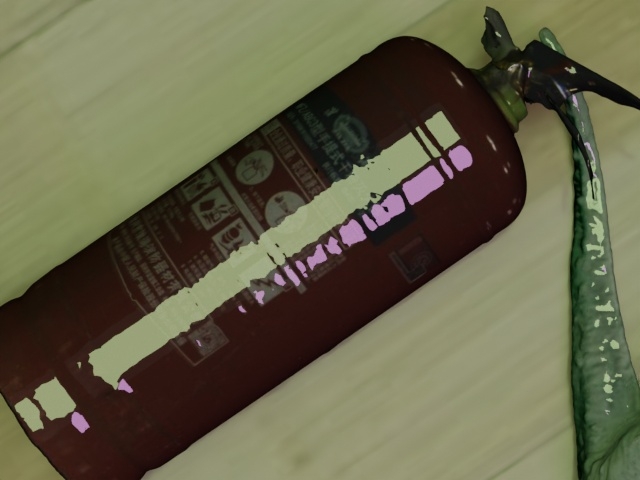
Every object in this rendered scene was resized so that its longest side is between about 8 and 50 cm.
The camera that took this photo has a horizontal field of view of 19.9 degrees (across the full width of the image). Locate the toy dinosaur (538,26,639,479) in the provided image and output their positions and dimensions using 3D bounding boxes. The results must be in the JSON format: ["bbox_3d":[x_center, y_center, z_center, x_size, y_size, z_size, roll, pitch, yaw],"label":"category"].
[{"bbox_3d":[0.184,0.080,0.914,0.129,0.076,0.383,-4,81,27],"label":"toy dinosaur"}]

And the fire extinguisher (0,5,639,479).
[{"bbox_3d":[0.000,0.000,0.907,0.337,0.114,0.135,-36,66,1],"label":"fire extinguisher"}]
